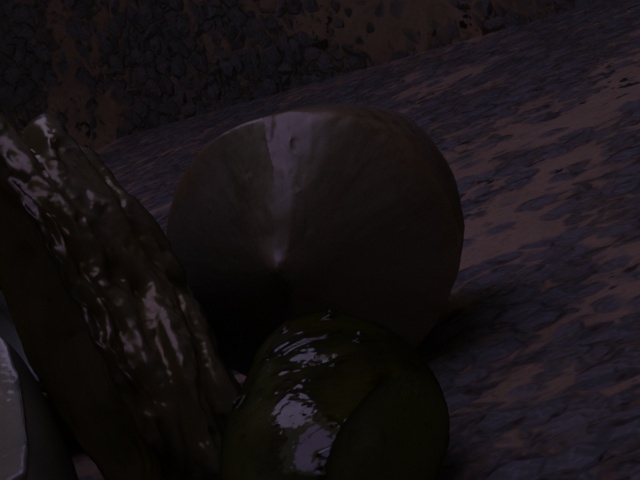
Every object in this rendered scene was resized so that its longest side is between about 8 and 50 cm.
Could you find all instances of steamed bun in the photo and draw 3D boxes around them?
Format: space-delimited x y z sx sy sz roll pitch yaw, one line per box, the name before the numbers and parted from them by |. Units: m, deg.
steamed bun | -0.179 0.081 1.445 0.189 0.428 0.247 -16 -33 -36
steamed bun | -0.291 0.212 1.363 0.146 0.164 0.241 -23 35 -4

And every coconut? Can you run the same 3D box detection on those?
coconut | 0.000 0.000 1.546 0.329 0.328 0.329 -21 12 5

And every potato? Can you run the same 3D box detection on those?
potato | 0.011 0.153 1.201 0.176 0.141 0.298 -23 21 11

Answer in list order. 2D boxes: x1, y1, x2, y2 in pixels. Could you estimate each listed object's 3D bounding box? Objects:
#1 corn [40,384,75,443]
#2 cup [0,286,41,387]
corn | -0.250 0.154 1.673 0.322 0.119 0.119 -16 14 23
cup | -0.403 0.171 1.552 0.280 0.196 0.196 -41 7 18
